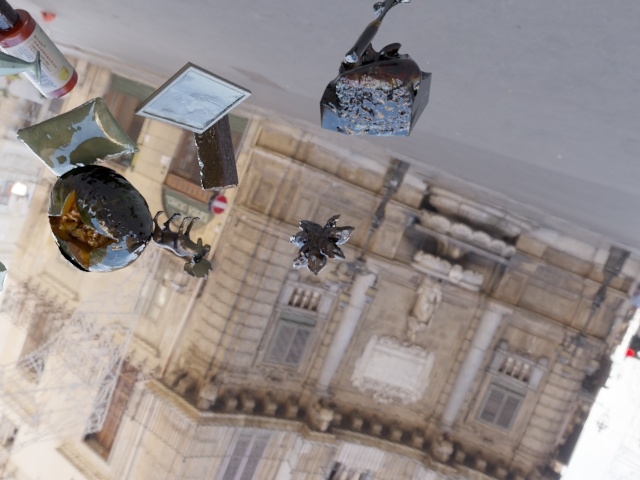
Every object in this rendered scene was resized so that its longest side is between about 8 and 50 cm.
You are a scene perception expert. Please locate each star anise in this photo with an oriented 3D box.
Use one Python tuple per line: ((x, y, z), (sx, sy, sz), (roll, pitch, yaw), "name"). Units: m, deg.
((-0.007, 0.014, 1.615), (0.212, 0.196, 0.073), (-7, 149, 29), "star anise")

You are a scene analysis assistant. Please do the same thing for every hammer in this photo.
((0.093, -0.358, 0.931), (0.078, 0.201, 0.021), (-8, 131, 40), "hammer")

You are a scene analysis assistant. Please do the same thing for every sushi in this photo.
((0.144, -0.397, 1.445), (0.227, 0.215, 0.212), (19, 146, 19), "sushi")

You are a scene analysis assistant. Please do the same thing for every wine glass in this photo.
((-0.615, -0.334, 1.057), (0.155, 0.073, 0.073), (-3, -163, -29), "wine glass")

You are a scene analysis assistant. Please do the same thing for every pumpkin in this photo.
((-0.619, -0.060, 1.567), (0.321, 0.320, 0.192), (23, -143, 16), "pumpkin")

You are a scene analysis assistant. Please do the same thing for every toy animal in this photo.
((-0.408, 0.016, 1.679), (0.215, 0.185, 0.094), (14, -175, 16), "toy animal")

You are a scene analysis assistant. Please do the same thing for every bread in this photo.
((-0.413, -0.399, 2.138), (0.113, 0.415, 0.165), (-7, -177, 13), "bread")

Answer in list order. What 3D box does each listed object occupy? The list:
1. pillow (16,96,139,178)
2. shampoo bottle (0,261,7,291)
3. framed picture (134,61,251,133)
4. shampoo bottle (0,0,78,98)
((-0.677, -0.275, 1.555), (0.303, 0.074, 0.184), (-15, 131, 19), "pillow")
((-0.933, 0.120, 1.610), (0.049, 0.141, 0.034), (41, -145, 14), "shampoo bottle")
((-0.379, -0.423, 1.697), (0.024, 0.232, 0.315), (62, -158, 11), "framed picture")
((-0.696, -0.465, 1.319), (0.104, 0.104, 0.278), (24, 160, 23), "shampoo bottle")
